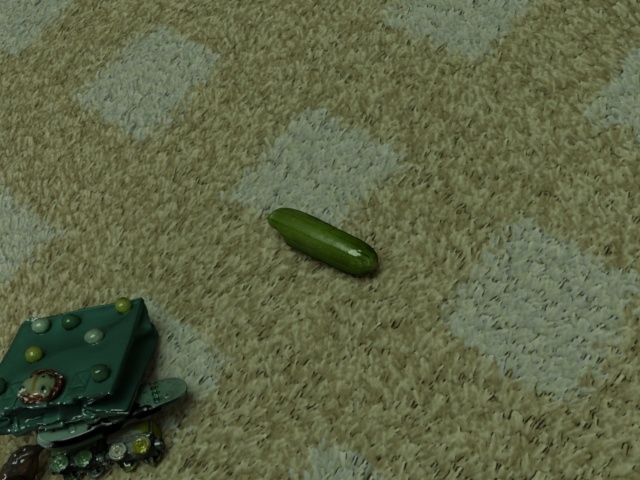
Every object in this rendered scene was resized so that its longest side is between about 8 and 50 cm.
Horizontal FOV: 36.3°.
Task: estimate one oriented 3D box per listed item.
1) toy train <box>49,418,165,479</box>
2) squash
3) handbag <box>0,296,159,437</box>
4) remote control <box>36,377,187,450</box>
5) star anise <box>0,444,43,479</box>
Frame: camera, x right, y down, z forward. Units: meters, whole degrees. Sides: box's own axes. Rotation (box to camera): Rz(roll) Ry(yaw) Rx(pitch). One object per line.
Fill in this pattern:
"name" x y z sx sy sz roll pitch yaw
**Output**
"toy train" -0.357 0.348 1.632 0.202 0.060 0.081 -14 49 7
"squash" 0.000 0.000 1.729 0.239 0.069 0.069 27 70 30
"handbag" -0.426 0.204 1.658 0.268 0.100 0.274 -9 28 14
"remote control" -0.342 0.288 1.614 0.256 0.045 0.097 -20 26 -7
"star anise" -0.586 0.375 1.605 0.218 0.227 0.148 17 88 52
